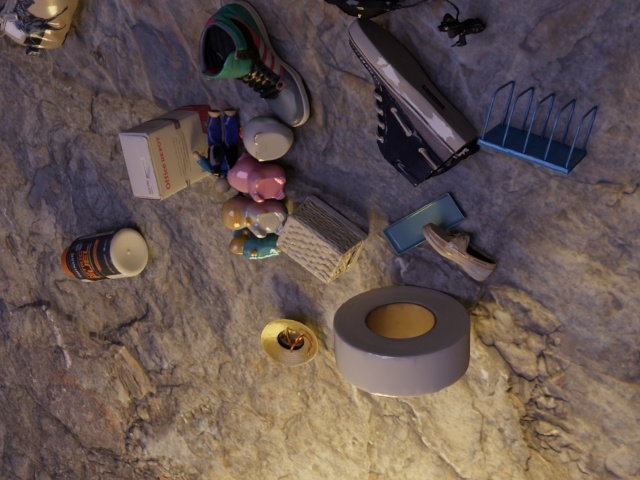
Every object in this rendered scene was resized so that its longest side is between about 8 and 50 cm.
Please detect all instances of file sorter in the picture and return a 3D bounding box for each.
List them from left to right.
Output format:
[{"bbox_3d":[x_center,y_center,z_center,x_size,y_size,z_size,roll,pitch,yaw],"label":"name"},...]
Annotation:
[{"bbox_3d":[0.388,-0.206,1.526,0.170,0.118,0.104,22,121,23],"label":"file sorter"}]

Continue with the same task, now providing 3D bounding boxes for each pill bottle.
[{"bbox_3d":[-0.590,0.044,2.307,0.245,0.130,0.130,-9,108,37],"label":"pill bottle"}]

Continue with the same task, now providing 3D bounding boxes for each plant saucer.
[{"bbox_3d":[0.216,-0.034,1.796,0.192,0.018,0.067,-31,94,40],"label":"plant saucer"}]

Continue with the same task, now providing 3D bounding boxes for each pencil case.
[{"bbox_3d":[-0.617,-0.622,1.941,0.160,0.183,0.410,42,129,10],"label":"pencil case"}]

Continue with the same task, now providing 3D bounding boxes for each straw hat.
[{"bbox_3d":[-0.068,0.236,2.101,0.144,0.061,0.144,6,118,12],"label":"straw hat"}]

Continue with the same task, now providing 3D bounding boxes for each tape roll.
[{"bbox_3d":[0.168,0.203,1.780,0.286,0.286,0.100,11,120,29],"label":"tape roll"}]

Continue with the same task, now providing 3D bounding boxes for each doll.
[{"bbox_3d":[-0.227,-0.201,1.949,0.046,0.129,0.189,-143,50,-65],"label":"doll"}]

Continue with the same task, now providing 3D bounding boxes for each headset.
[{"bbox_3d":[0.128,-0.503,1.560,0.394,0.185,0.243,50,128,22],"label":"headset"}]

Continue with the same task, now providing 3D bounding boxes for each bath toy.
[{"bbox_3d":[-0.143,-0.129,1.926,0.151,0.129,0.348,-2,125,-14],"label":"bath toy"}]

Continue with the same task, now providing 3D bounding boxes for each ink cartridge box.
[{"bbox_3d":[-0.338,-0.202,1.949,0.092,0.218,0.158,6,116,32],"label":"ink cartridge box"}]

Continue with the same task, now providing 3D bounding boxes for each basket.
[{"bbox_3d":[0.000,0.000,1.902,0.167,0.103,0.113,36,130,12],"label":"basket"}]

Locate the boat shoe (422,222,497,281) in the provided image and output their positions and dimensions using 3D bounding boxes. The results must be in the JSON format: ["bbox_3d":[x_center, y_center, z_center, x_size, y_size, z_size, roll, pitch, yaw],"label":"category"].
[{"bbox_3d":[0.285,0.012,1.744,0.170,0.063,0.059,36,121,-6],"label":"boat shoe"}]

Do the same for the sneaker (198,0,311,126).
[{"bbox_3d":[-0.148,-0.348,1.769,0.124,0.178,0.295,-30,95,40],"label":"sneaker"}]

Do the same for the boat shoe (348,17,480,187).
[{"bbox_3d":[0.140,-0.257,1.655,0.340,0.127,0.158,50,123,1],"label":"boat shoe"}]
